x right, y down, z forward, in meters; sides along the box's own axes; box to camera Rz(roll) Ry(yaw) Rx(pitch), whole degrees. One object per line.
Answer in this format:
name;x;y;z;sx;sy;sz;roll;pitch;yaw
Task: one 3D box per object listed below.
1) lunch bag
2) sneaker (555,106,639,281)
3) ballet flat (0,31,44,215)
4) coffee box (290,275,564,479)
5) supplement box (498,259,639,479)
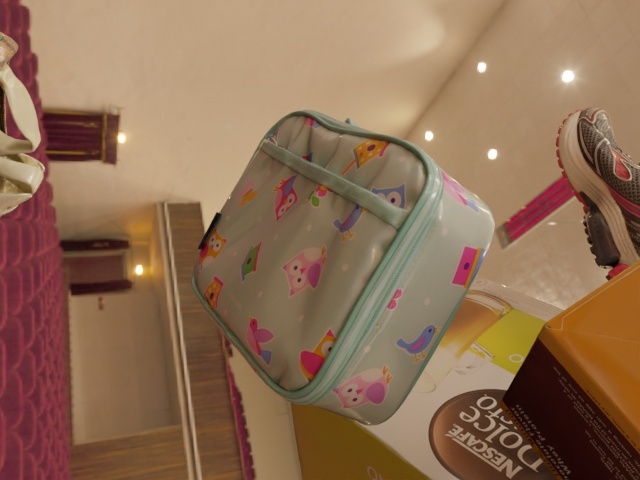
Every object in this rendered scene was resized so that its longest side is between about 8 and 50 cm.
lunch bag;0.000;0.000;0.509;0.279;0.108;0.224;35;-82;54
sneaker;0.386;-0.063;0.719;0.112;0.121;0.299;-37;-142;35
ballet flat;-0.365;-0.097;0.635;0.316;0.106;0.107;118;-21;-49
coffee box;0.197;0.290;0.703;0.338;0.334;0.338;23;-53;49
supplement box;0.239;0.128;0.374;0.191;0.129;0.194;54;-10;29
